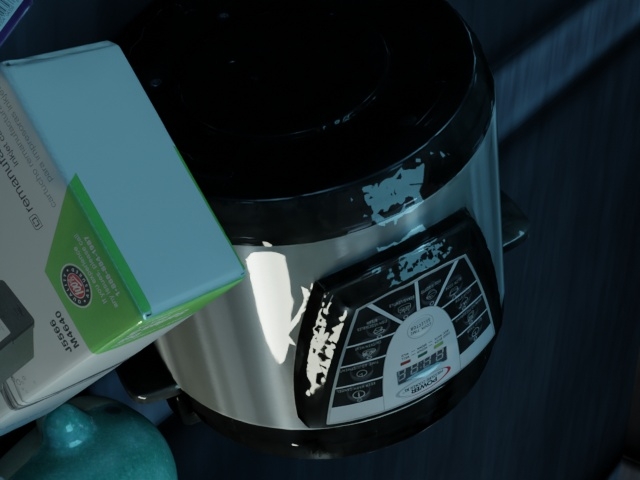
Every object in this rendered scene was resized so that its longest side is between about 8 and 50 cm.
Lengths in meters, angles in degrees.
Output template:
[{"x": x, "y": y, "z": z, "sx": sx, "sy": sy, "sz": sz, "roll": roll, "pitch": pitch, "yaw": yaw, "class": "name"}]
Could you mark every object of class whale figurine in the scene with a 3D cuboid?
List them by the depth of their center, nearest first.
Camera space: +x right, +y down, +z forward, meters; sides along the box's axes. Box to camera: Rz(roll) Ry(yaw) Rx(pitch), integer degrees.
[{"x": -0.245, "y": 0.259, "z": 1.293, "sx": 0.272, "sy": 0.141, "sz": 0.216, "roll": -17, "pitch": 123, "yaw": -54, "class": "whale figurine"}]

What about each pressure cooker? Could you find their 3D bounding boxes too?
[{"x": -0.001, "y": -0.004, "z": 1.299, "sx": 0.420, "sy": 0.370, "sz": 0.375, "roll": 81, "pitch": 25, "yaw": -44, "class": "pressure cooker"}]

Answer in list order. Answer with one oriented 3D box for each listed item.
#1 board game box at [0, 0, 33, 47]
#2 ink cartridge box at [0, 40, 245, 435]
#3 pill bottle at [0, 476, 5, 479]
[{"x": -0.364, "y": -0.078, "z": 0.848, "sx": 0.208, "sy": 0.056, "sz": 0.347, "roll": 39, "pitch": 72, "yaw": -20, "class": "board game box"}, {"x": -0.215, "y": 0.013, "z": 0.996, "sx": 0.273, "sy": 0.198, "sz": 0.115, "roll": -35, "pitch": 173, "yaw": 39, "class": "ink cartridge box"}, {"x": -0.311, "y": 0.356, "z": 1.081, "sx": 0.181, "sy": 0.181, "sz": 0.323, "roll": -3, "pitch": 79, "yaw": -58, "class": "pill bottle"}]
